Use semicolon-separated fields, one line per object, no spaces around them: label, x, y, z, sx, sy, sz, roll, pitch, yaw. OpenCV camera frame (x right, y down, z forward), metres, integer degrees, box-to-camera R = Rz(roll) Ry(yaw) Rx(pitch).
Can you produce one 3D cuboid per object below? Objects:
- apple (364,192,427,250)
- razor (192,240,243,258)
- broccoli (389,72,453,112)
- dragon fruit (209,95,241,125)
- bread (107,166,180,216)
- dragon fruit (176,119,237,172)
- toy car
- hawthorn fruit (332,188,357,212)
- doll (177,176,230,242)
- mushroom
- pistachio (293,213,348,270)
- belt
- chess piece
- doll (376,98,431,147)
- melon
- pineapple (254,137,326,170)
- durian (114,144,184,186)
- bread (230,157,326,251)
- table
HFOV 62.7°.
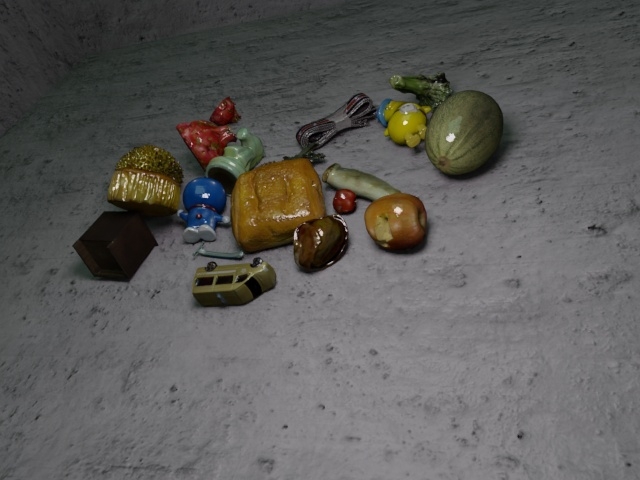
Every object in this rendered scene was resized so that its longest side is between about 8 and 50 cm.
apple;0.229;-0.061;1.618;0.199;0.199;0.199;-11;42;10
razor;-0.348;0.045;1.818;0.191;0.037;0.068;6;43;23
broccoli;0.381;-0.593;2.056;0.165;0.304;0.145;-16;77;46
dragon fruit;-0.444;-0.590;2.497;0.111;0.153;0.153;39;59;-1
bread;-0.629;-0.173;1.882;0.227;0.253;0.142;8;80;11
dragon fruit;-0.433;-0.389;2.127;0.211;0.262;0.134;-42;46;-10
toy car;-0.270;0.136;1.645;0.256;0.101;0.124;-5;48;18
hawthorn fruit;0.088;-0.136;1.815;0.093;0.093;0.093;-11;42;10
doll;-0.429;-0.111;1.949;0.215;0.161;0.257;1;61;4
mushroom;0.153;-0.194;1.847;0.333;0.087;0.107;21;43;29
pistachio;0.000;0.000;1.654;0.210;0.165;0.130;-47;6;-14
belt;0.064;-0.486;2.165;0.359;0.126;0.094;-28;40;-8
chess piece;-0.320;-0.331;2.105;0.176;0.176;0.298;6;47;26
doll;0.327;-0.466;2.028;0.199;0.145;0.363;-30;36;6
melon;0.486;-0.366;1.788;0.248;0.248;0.329;14;53;32
pineapple;-0.120;-0.295;2.029;0.277;0.130;0.119;-33;84;-15
durian;-0.693;-0.246;2.114;0.258;0.258;0.293;18;59;34
bread;-0.156;-0.143;1.811;0.337;0.148;0.328;-11;58;8
table;-0.731;0.020;1.889;0.169;0.172;0.193;1;42;22
